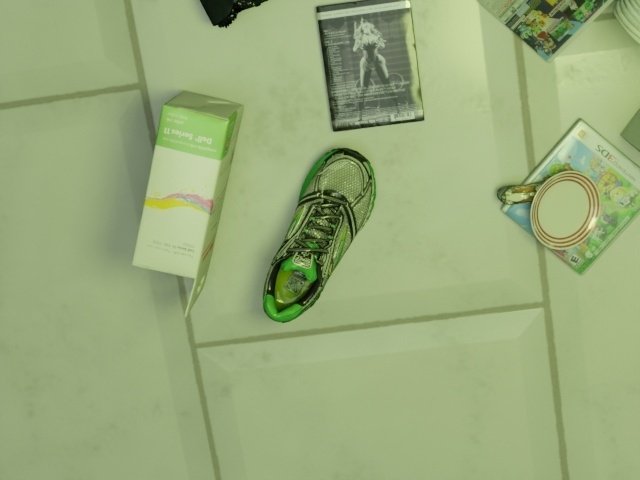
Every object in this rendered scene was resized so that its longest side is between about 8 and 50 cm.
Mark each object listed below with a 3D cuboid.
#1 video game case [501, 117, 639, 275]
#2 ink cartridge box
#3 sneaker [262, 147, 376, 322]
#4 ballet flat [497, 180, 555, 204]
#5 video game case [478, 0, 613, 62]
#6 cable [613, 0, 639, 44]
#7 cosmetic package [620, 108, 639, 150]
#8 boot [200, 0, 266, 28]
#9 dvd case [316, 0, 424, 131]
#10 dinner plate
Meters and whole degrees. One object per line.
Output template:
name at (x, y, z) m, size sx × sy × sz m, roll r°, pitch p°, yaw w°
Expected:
video game case at (0.462, -0.075, 1.937) m, size 0.193 × 0.023 × 0.212 m, roll 38°, pitch 104°, yaw -5°
ink cartridge box at (-0.236, -0.067, 1.901) m, size 0.119 × 0.207 × 0.353 m, roll 13°, pitch 105°, yaw 0°
sneaker at (0.000, 0.000, 1.932) m, size 0.134 × 0.146 × 0.343 m, roll 22°, pitch 104°, yaw -1°
ballet flat at (0.367, -0.080, 1.910) m, size 0.114 × 0.041 × 0.041 m, roll -6°, pitch 104°, yaw 6°
video game case at (0.382, -0.422, 1.816) m, size 0.183 × 0.023 × 0.201 m, roll 40°, pitch 128°, yaw -6°
cable at (0.596, -0.332, 1.736) m, size 0.257 × 0.257 × 0.089 m, roll 20°, pitch 124°, yaw -13°
cosmetic package at (0.641, -0.147, 1.800) m, size 0.225 × 0.224 × 0.138 m, roll 34°, pitch 104°, yaw -4°
boot at (-0.134, -0.501, 1.838) m, size 0.246 × 0.094 × 0.207 m, roll -34°, pitch 96°, yaw 19°
dvd case at (0.088, -0.309, 1.911) m, size 0.165 × 0.018 × 0.221 m, roll -6°, pitch 104°, yaw 8°
dinner plate at (0.425, -0.053, 1.905) m, size 0.141 × 0.017 × 0.141 m, roll -6°, pitch 108°, yaw -20°
